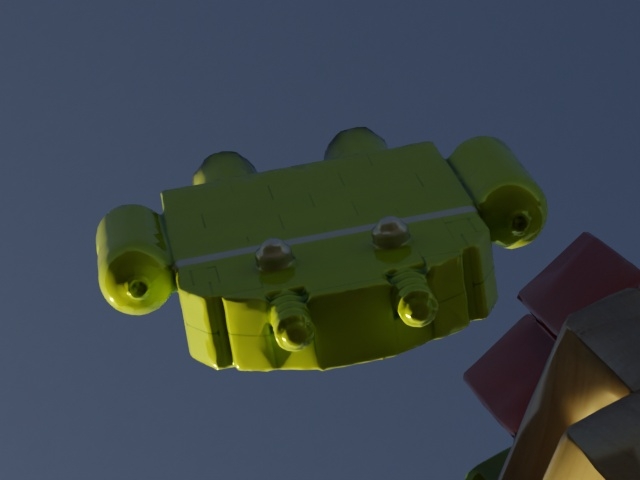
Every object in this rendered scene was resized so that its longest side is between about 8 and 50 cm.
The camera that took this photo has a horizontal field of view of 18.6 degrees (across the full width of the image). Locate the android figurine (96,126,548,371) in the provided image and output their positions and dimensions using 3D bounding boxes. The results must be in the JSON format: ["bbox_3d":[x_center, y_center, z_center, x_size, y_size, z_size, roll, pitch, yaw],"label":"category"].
[{"bbox_3d":[0.000,0.000,1.074,0.248,0.273,0.056,-10,-70,-3],"label":"android figurine"}]

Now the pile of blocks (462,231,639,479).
[{"bbox_3d":[0.060,0.110,0.493,0.149,0.362,0.112,-36,-120,-13],"label":"pile of blocks"}]
